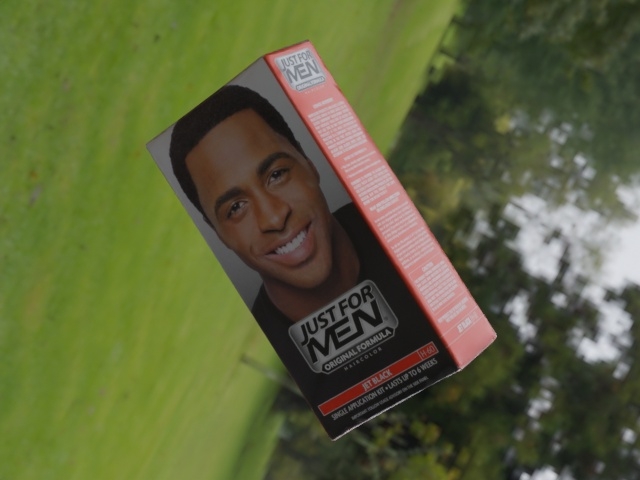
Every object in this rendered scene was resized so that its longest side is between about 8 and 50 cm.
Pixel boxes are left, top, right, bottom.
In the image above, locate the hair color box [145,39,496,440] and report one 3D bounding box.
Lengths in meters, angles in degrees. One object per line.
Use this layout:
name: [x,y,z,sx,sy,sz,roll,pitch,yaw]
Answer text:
hair color box: [0.000,0.000,0.591,0.072,0.141,0.043,-34,178,32]
